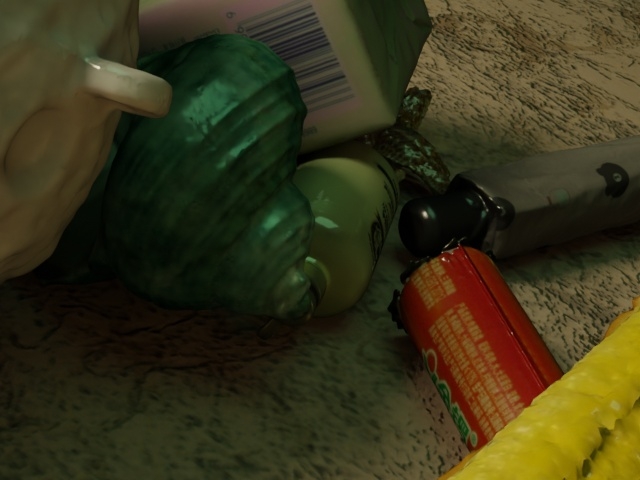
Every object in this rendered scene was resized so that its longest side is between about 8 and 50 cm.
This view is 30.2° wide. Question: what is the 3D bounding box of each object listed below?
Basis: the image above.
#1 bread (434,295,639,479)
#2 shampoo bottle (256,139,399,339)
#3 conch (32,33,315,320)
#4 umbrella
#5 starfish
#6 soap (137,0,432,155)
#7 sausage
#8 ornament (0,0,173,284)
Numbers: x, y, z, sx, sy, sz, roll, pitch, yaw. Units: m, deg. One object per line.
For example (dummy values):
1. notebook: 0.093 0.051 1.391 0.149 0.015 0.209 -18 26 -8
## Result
1. bread: 0.201 0.176 0.481 0.333 0.143 0.323 -28 74 -45
2. shampoo bottle: 0.000 0.000 0.761 0.079 0.079 0.162 20 33 3
3. conch: -0.081 -0.030 0.687 0.134 0.196 0.202 14 28 -39
4. umbrella: 0.194 -0.036 0.916 0.337 0.067 0.073 -13 31 -38
5. starfish: 0.036 -0.086 0.947 0.210 0.053 0.150 39 51 21
6. soap: -0.038 -0.147 0.830 0.199 0.138 0.182 -16 27 22
7. sausage: 0.118 0.109 0.663 0.083 0.083 0.264 2 38 -23
8. ornament: -0.258 -0.117 0.573 0.337 0.337 0.337 13 34 -9
